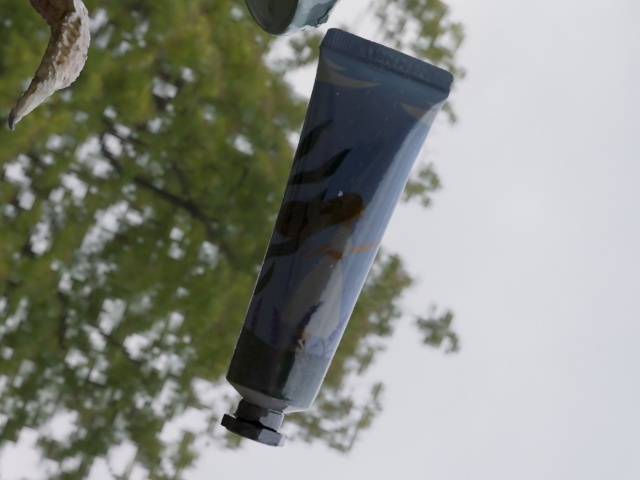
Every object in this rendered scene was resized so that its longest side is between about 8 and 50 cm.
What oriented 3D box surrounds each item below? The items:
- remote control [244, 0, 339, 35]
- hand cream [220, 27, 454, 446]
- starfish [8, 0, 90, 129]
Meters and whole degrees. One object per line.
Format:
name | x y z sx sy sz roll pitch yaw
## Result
remote control | -0.021 -0.251 0.965 0.104 0.052 0.247 33 -51 57
hand cream | 0.000 0.000 1.010 0.058 0.091 0.271 112 -1 -86
starfish | -0.307 -0.223 1.048 0.398 0.384 0.132 32 -98 27
